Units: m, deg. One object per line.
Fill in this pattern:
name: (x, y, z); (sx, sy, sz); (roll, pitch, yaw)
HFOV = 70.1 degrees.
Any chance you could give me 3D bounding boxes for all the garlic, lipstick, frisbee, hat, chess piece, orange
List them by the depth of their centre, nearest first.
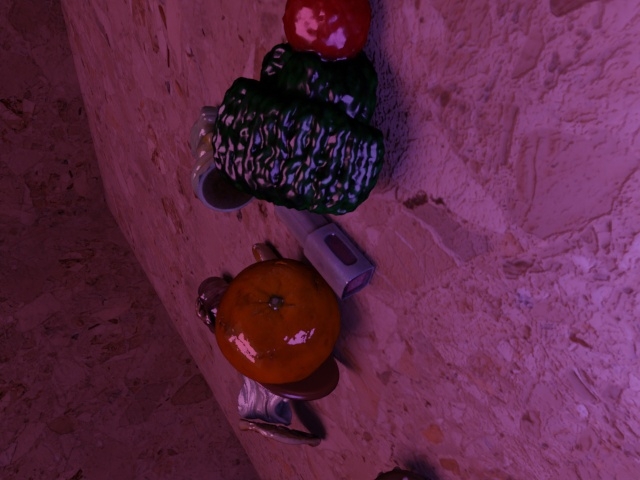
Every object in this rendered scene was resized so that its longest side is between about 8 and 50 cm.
hat: (-0.013, -0.220, 0.688); (0.274, 0.242, 0.333); (23, 111, 20)
lipstick: (0.000, 0.000, 0.938); (0.253, 0.078, 0.077); (50, 149, 27)
orange: (-0.093, 0.181, 1.029); (0.284, 0.283, 0.226); (48, 164, 27)
frisbee: (-0.070, 0.300, 1.132); (0.250, 0.250, 0.021); (39, 121, 38)
chess piece: (-0.268, -0.222, 1.158); (0.176, 0.175, 0.298); (95, 152, -43)
garlic: (-0.374, 0.250, 1.665); (0.245, 0.160, 0.245); (38, 143, 37)

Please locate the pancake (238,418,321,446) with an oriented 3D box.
pancake: (-0.136, 0.639, 1.517); (0.282, 0.049, 0.282); (12, 157, 5)

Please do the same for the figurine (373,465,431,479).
figurine: (0.188, 0.607, 1.032); (0.177, 0.247, 0.173); (-27, 51, 38)

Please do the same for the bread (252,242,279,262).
bread: (-0.116, 0.087, 1.224); (0.214, 0.053, 0.073); (52, 145, 26)

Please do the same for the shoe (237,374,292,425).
shoe: (-0.159, 0.456, 1.521); (0.210, 0.132, 0.342); (9, 102, 26)
